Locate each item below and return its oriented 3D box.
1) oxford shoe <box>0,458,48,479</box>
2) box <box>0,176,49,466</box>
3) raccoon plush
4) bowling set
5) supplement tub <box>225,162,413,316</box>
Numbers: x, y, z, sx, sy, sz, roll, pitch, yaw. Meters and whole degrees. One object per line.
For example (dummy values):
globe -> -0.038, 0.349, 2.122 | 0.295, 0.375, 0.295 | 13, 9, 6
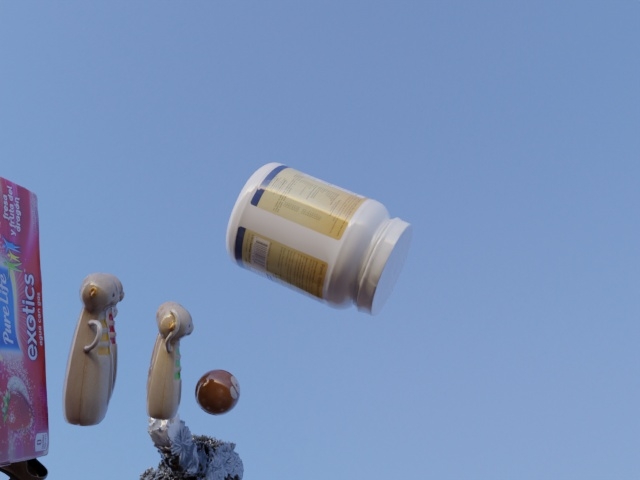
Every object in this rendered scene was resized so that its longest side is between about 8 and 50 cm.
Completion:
oxford shoe -> -0.772, 0.531, 1.816 | 0.096, 0.082, 0.227 | -33, -61, 16
box -> -0.331, 0.073, 0.639 | 0.128, 0.122, 0.256 | -10, -103, 9
raccoon plush -> -0.376, 0.533, 1.729 | 0.299, 0.216, 0.446 | -7, -61, 21
bowling set -> -0.192, 0.121, 0.861 | 0.200, 0.287, 0.154 | 7, -94, -18
supplement tub -> 0.000, 0.000, 1.433 | 0.316, 0.228, 0.228 | 23, -56, 16
